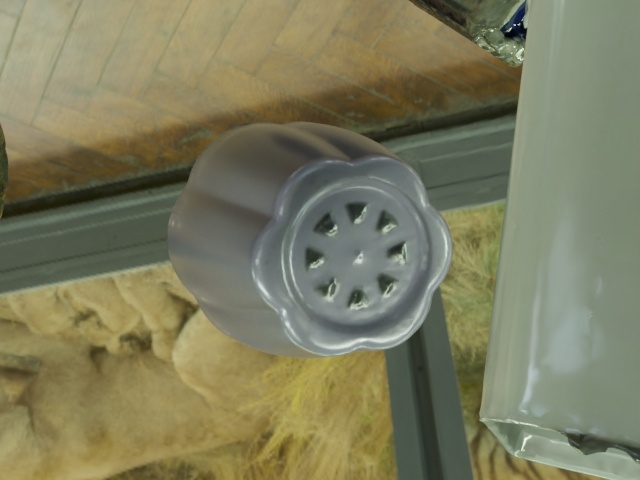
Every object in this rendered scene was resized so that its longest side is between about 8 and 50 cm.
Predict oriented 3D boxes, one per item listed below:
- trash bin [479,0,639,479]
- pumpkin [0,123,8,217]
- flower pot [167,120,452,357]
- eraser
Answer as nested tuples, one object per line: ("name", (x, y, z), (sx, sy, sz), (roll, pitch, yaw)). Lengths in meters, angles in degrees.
("trash bin", (0.209, -0.053, 0.403), (0.256, 0.367, 0.296), (10, 162, 21))
("pumpkin", (-0.370, -0.059, 0.657), (0.157, 0.223, 0.223), (11, 141, 17))
("flower pot", (0.000, 0.000, 0.751), (0.265, 0.265, 0.243), (18, 177, -21))
("eraser", (0.164, -0.327, 0.868), (0.102, 0.332, 0.155), (26, 108, -39))
